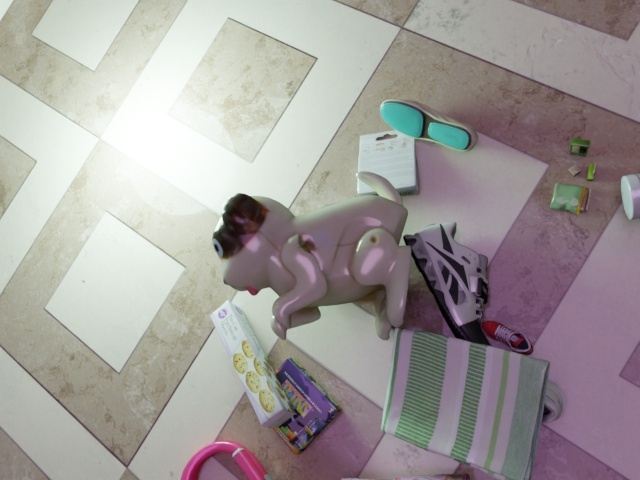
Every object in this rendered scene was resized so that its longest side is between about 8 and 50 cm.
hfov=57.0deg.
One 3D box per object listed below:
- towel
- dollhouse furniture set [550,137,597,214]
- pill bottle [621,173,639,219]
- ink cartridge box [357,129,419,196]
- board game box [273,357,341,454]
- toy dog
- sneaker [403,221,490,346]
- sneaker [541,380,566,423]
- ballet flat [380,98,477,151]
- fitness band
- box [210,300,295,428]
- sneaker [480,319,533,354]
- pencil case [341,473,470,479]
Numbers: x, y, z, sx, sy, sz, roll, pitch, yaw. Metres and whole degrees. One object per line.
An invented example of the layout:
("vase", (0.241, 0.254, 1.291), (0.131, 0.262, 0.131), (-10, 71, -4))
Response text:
("towel", (0.271, 0.319, 1.166), (0.325, 0.038, 0.247), (10, 93, 41))
("dollhouse furniture set", (0.551, -0.138, 1.273), (0.076, 0.058, 0.151), (12, 81, 22))
("pill bottle", (0.725, -0.104, 1.170), (0.216, 0.121, 0.121), (-10, 74, 16))
("ink cartridge box", (0.165, -0.186, 1.441), (0.145, 0.045, 0.179), (-6, 57, 18))
("board game box", (-0.059, 0.382, 1.368), (0.170, 0.048, 0.141), (43, 94, 23))
("toy dog", (-0.025, 0.017, 1.245), (0.408, 0.284, 0.395), (7, 82, 0))
("sneaker", (0.310, 0.099, 1.263), (0.146, 0.122, 0.330), (-24, 67, 3))
("sneaker", (0.342, 0.307, 1.201), (0.297, 0.129, 0.111), (3, 86, 22))
("ballet flat", (0.262, -0.279, 1.403), (0.248, 0.086, 0.086), (30, 88, 22))
("fitness band", (-0.206, 0.608, 1.362), (0.209, 0.054, 0.291), (-44, 66, 5))
("box", (-0.164, 0.286, 1.381), (0.067, 0.063, 0.324), (-38, 55, 7))
("sneaker", (0.393, 0.201, 1.242), (0.118, 0.067, 0.042), (28, 88, 23))
("pencil case", (0.177, 0.545, 1.207), (0.284, 0.124, 0.124), (-8, 75, 15))
